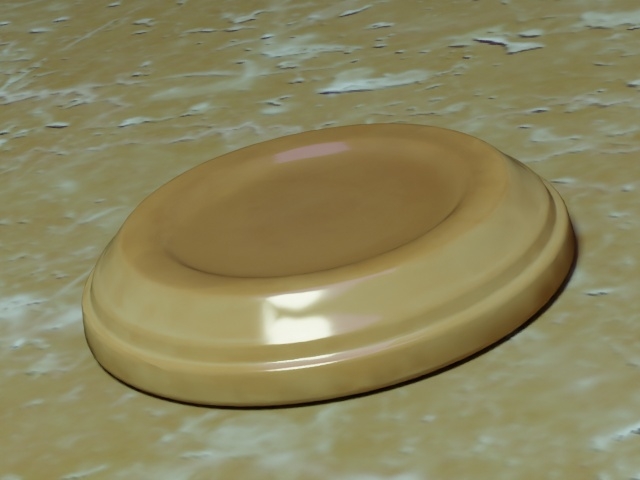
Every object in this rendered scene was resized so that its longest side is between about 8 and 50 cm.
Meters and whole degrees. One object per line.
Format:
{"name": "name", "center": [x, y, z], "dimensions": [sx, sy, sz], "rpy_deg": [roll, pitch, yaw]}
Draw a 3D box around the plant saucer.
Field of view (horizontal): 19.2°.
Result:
{"name": "plant saucer", "center": [0.000, 0.000, 0.755], "dimensions": [0.200, 0.037, 0.200], "rpy_deg": [-10, 25, 5]}
